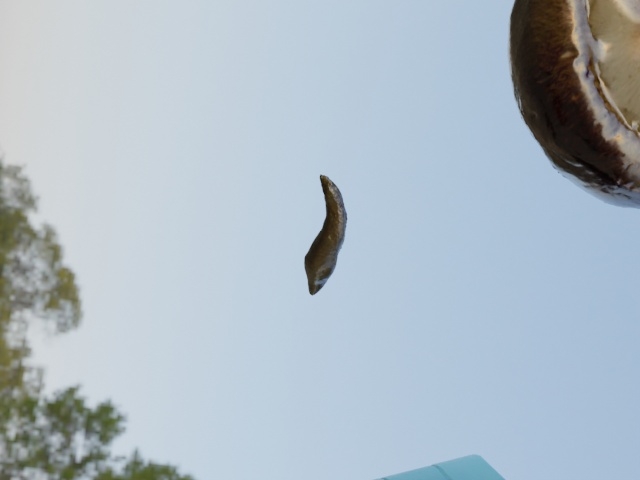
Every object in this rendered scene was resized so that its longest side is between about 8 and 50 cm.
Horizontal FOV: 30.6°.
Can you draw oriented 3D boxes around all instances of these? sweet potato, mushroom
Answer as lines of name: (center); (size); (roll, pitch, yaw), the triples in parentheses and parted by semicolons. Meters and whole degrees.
sweet potato: (0.006, 0.001, 1.295); (0.038, 0.041, 0.153); (-53, 156, -56)
mushroom: (0.374, -0.197, 1.392); (0.239, 0.345, 0.345); (86, 4, -64)

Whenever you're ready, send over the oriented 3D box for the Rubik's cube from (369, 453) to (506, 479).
Rubik's cube: (0.152, 0.493, 1.503); (0.291, 0.290, 0.291); (42, -56, 42)
